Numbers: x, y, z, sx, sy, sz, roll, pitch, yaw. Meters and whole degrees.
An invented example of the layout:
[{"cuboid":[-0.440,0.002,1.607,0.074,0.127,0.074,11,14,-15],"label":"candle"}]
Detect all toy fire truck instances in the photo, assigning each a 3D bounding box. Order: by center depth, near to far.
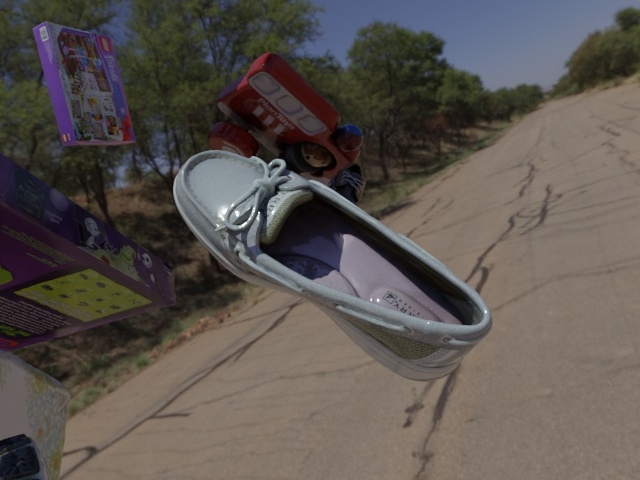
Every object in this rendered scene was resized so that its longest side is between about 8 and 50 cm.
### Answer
[{"cuboid":[-0.052,-0.208,0.984,0.254,0.302,0.169,-3,55,55],"label":"toy fire truck"}]

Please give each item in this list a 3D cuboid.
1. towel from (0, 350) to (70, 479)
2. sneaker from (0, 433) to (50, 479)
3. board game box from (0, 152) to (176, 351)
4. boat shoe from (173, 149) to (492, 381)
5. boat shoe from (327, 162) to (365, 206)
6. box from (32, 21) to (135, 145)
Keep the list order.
[{"cuboid":[-0.457,0.334,0.680,0.090,0.374,0.320,-4,-31,-4],"label":"towel"},{"cuboid":[-0.253,0.322,0.420,0.130,0.330,0.147,-22,-38,-15],"label":"sneaker"},{"cuboid":[-0.290,0.004,0.382,0.208,0.056,0.347,-20,-28,8],"label":"board game box"},{"cuboid":[-0.001,0.002,0.461,0.118,0.320,0.103,-46,-16,-26],"label":"boat shoe"},{"cuboid":[0.041,-0.090,0.887,0.066,0.066,0.183,-56,12,25],"label":"boat shoe"},{"cuboid":[-0.606,-0.394,1.328,0.057,0.293,0.201,-10,5,26],"label":"box"}]
